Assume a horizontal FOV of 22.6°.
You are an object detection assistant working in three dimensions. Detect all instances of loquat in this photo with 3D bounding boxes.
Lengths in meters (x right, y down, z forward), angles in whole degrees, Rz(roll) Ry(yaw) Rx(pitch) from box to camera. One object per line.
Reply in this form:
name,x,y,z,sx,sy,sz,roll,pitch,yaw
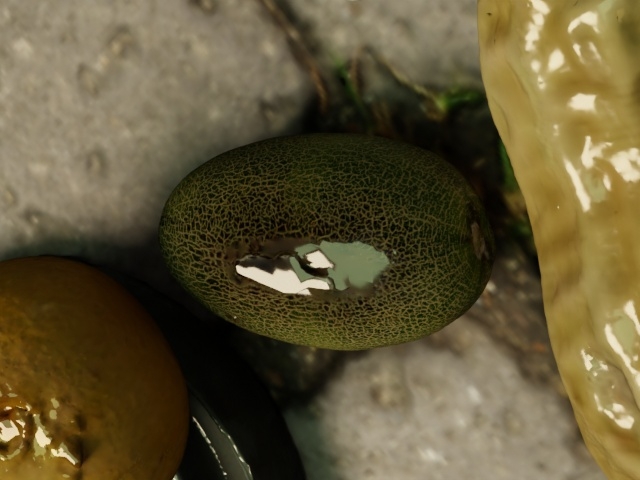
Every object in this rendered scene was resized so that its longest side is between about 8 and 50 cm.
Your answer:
loquat,-0.128,0.079,0.752,0.141,0.141,0.141,11,116,24

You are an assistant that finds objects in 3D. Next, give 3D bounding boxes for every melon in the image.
melon,0.000,0.000,0.735,0.162,0.099,0.099,3,112,27

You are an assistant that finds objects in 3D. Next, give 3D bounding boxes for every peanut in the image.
peanut,0.142,-0.017,0.617,0.140,0.153,0.325,-9,113,27

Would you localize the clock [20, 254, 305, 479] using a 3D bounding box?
clock,-0.135,0.141,0.895,0.281,0.055,0.280,12,117,24
